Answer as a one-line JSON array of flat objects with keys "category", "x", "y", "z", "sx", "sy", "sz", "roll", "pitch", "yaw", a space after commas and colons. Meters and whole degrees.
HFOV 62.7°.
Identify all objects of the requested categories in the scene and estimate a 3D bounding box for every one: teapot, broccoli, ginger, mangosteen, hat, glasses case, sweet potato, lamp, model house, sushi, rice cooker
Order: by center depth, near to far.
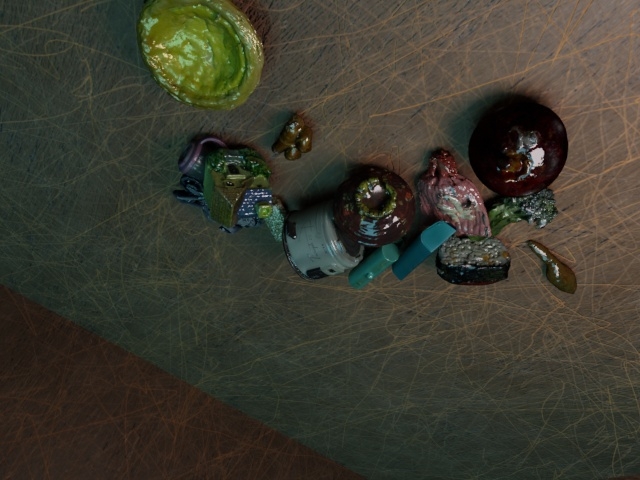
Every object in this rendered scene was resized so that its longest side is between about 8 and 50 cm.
[{"category": "mangosteen", "x": 0.472, "y": -0.206, "z": 1.263, "sx": 0.236, "sy": 0.261, "sz": 0.235, "roll": 13, "pitch": 121, "yaw": 22}, {"category": "hat", "x": 0.363, "y": -0.124, "z": 1.503, "sx": 0.237, "sy": 0.107, "sz": 0.286, "roll": 13, "pitch": 138, "yaw": 38}, {"category": "broccoli", "x": 0.530, "y": -0.071, "z": 1.505, "sx": 0.165, "sy": 0.145, "sz": 0.304, "roll": 31, "pitch": 149, "yaw": -8}, {"category": "ginger", "x": -0.071, "y": -0.287, "z": 1.520, "sx": 0.103, "sy": 0.073, "sz": 0.162, "roll": 42, "pitch": 141, "yaw": -5}, {"category": "lamp", "x": 0.156, "y": -0.098, "z": 1.521, "sx": 0.247, "sy": 0.246, "sz": 0.246, "roll": 10, "pitch": 138, "yaw": 9}, {"category": "model house", "x": -0.233, "y": -0.149, "z": 1.587, "sx": 0.214, "sy": 0.189, "sz": 0.195, "roll": -1, "pitch": 135, "yaw": -24}, {"category": "glasses case", "x": 0.310, "y": 0.029, "z": 1.631, "sx": 0.070, "sy": 0.117, "sz": 0.301, "roll": 49, "pitch": 159, "yaw": 11}, {"category": "sweet potato", "x": 0.737, "y": 0.095, "z": 1.639, "sx": 0.075, "sy": 0.074, "sz": 0.269, "roll": -28, "pitch": 117, "yaw": 39}, {"category": "teapot", "x": -0.355, "y": -0.253, "z": 1.649, "sx": 0.146, "sy": 0.148, "sz": 0.116, "roll": 29, "pitch": 176, "yaw": -30}, {"category": "sushi", "x": 0.479, "y": 0.065, "z": 1.652, "sx": 0.225, "sy": 0.136, "sz": 0.126, "roll": 7, "pitch": 146, "yaw": 6}, {"category": "rice cooker", "x": 0.000, "y": 0.000, "z": 1.675, "sx": 0.227, "sy": 0.241, "sz": 0.281, "roll": -16, "pitch": 155, "yaw": 29}]

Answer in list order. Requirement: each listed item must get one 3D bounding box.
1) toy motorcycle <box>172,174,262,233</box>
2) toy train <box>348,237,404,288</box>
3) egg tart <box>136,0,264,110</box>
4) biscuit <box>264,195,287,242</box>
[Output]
[{"category": "toy motorcycle", "x": -0.347, "y": -0.116, "z": 1.776, "sx": 0.307, "sy": 0.108, "sz": 0.173, "roll": 32, "pitch": 142, "yaw": -11}, {"category": "toy train", "x": 0.182, "y": 0.069, "z": 1.747, "sx": 0.101, "sy": 0.159, "sz": 0.248, "roll": 34, "pitch": 138, "yaw": -9}, {"category": "egg tart", "x": -0.296, "y": -0.493, "z": 1.329, "sx": 0.346, "sy": 0.132, "sz": 0.345, "roll": 9, "pitch": 137, "yaw": 9}, {"category": "biscuit", "x": -0.142, "y": -0.070, "z": 1.776, "sx": 0.082, "sy": 0.070, "sz": 0.168, "roll": -16, "pitch": 128, "yaw": 14}]
